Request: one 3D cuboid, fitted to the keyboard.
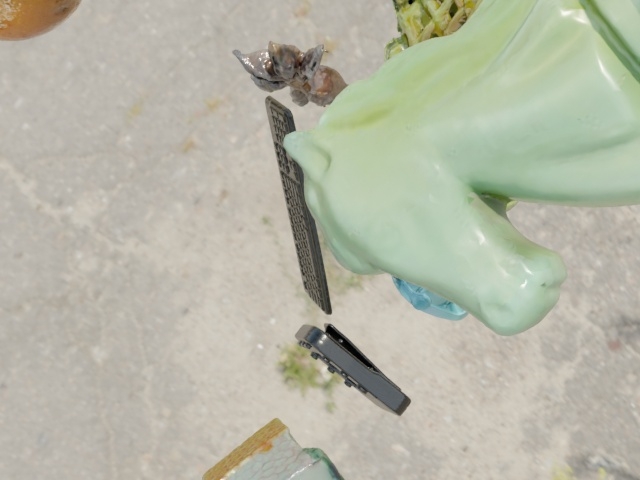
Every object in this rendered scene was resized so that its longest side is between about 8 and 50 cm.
[{"bbox_3d":[-0.012,0.006,1.512,0.041,0.381,0.103,-23,24,-11],"label":"keyboard"}]

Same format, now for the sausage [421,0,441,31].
[{"bbox_3d":[0.190,-0.288,1.783,0.123,0.136,0.501,20,91,38],"label":"sausage"}]

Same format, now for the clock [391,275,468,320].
[{"bbox_3d":[0.140,0.049,1.619,0.045,0.147,0.108,-49,42,32],"label":"clock"}]

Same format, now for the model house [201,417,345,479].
[{"bbox_3d":[-0.031,0.207,0.975,0.088,0.101,0.100,-39,33,-12],"label":"model house"}]

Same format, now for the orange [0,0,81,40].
[{"bbox_3d":[-0.387,-0.347,1.441,0.224,0.224,0.170,-10,53,30],"label":"orange"}]

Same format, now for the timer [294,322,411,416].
[{"bbox_3d":[0.050,0.191,1.817,0.055,0.187,0.144,-51,6,-7],"label":"timer"}]

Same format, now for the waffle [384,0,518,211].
[{"bbox_3d":[0.141,-0.153,1.231,0.317,0.073,0.297,177,99,-69],"label":"waffle"}]

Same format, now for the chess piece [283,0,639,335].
[{"bbox_3d":[0.123,-0.067,0.644,0.298,0.176,0.176,-39,49,23],"label":"chess piece"}]

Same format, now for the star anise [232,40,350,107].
[{"bbox_3d":[-0.049,-0.263,1.907,0.171,0.208,0.063,7,78,17],"label":"star anise"}]
